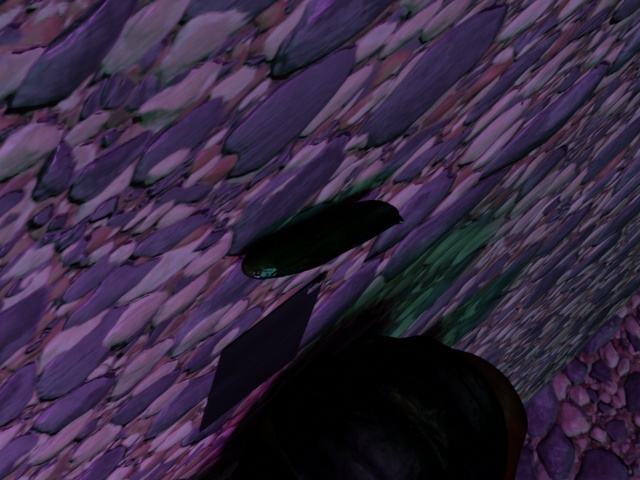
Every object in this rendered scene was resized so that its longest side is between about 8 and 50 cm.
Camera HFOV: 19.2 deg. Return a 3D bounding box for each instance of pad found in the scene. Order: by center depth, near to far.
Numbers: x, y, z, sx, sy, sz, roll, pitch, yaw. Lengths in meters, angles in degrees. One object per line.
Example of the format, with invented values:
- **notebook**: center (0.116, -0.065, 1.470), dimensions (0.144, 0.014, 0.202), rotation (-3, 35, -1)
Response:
- **pad**: center (-0.050, 0.097, 1.596), dimensions (0.116, 0.004, 0.193), rotation (-36, 166, -24)

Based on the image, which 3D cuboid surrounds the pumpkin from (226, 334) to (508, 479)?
- **pumpkin**: center (0.066, 0.245, 1.802), dimensions (0.296, 0.296, 0.296), rotation (-40, 166, -12)

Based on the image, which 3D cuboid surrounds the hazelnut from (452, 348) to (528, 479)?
- **hazelnut**: center (0.114, 0.236, 2.121), dimensions (0.251, 0.217, 0.217), rotation (-53, 167, -2)

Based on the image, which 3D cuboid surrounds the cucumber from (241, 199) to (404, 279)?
- **cucumber**: center (0.000, 0.000, 1.381), dimensions (0.036, 0.033, 0.184), rotation (-22, -178, 39)
